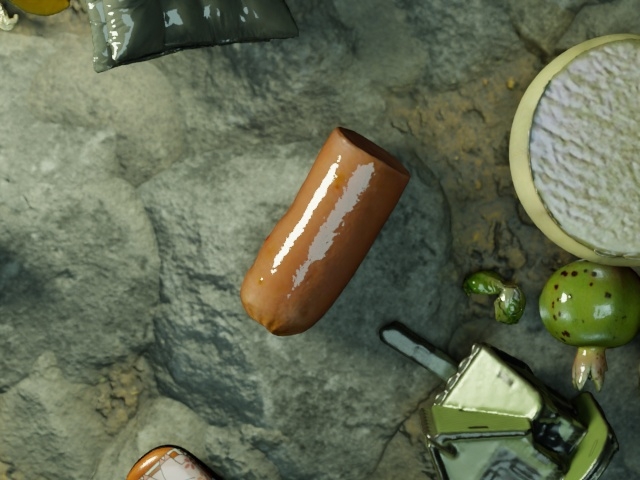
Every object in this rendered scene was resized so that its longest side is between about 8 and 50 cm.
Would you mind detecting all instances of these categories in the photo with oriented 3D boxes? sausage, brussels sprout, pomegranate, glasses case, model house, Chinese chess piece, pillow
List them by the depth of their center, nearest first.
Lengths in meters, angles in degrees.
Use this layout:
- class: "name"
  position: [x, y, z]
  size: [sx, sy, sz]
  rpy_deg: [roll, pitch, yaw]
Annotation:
- class: "pillow"
  position: [-0.152, -0.359, 1.604]
  size: [0.228, 0.101, 0.326]
  rpy_deg: [-13, 108, -25]
- class: "Chinese chess piece"
  position: [0.354, -0.104, 1.690]
  size: [0.270, 0.112, 0.270]
  rpy_deg: [0, 90, -3]
- class: "sausage"
  position: [0.000, 0.000, 1.736]
  size: [0.113, 0.113, 0.259]
  rpy_deg: [29, 102, -9]
- class: "model house"
  position: [0.178, 0.214, 1.750]
  size: [0.279, 0.218, 0.205]
  rpy_deg: [35, 98, -7]
- class: "pomegranate"
  position: [0.337, 0.096, 1.760]
  size: [0.129, 0.129, 0.159]
  rpy_deg: [-21, 95, 3]
- class: "brussels sprout"
  position: [0.217, 0.066, 1.792]
  size: [0.083, 0.046, 0.051]
  rpy_deg: [39, 94, -10]
- class: "glasses case"
  position: [-0.133, 0.366, 1.849]
  size: [0.267, 0.067, 0.103]
  rpy_deg: [43, 101, -12]

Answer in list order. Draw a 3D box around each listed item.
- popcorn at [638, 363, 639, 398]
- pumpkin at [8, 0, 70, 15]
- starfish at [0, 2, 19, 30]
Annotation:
- class: "popcorn"
  position: [0.487, 0.124, 1.716]
  size: [0.265, 0.225, 0.332]
  rpy_deg: [10, 100, -51]
- class: "pumpkin"
  position: [-0.305, -0.339, 1.631]
  size: [0.119, 0.108, 0.183]
  rpy_deg: [45, 76, -28]
- class: "starfish"
  position: [-0.439, -0.300, 1.667]
  size: [0.210, 0.053, 0.150]
  rpy_deg: [32, 106, -12]
